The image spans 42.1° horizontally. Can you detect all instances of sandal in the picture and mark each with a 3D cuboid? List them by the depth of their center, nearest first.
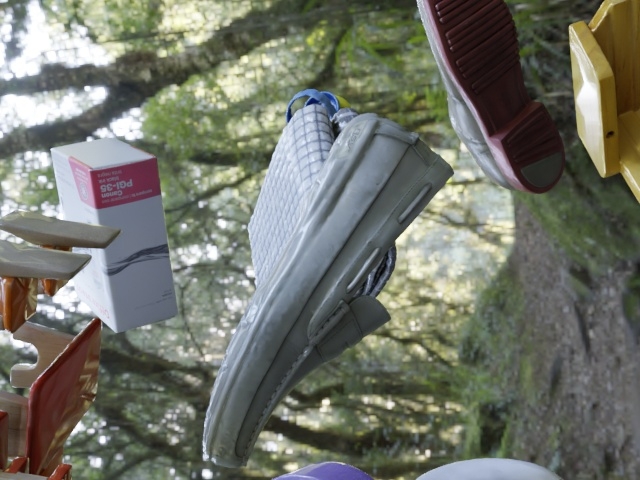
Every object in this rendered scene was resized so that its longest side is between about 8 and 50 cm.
[{"bbox_3d":[-0.010,-0.152,1.546,0.138,0.126,0.317,38,-137,-59],"label":"sandal"}]

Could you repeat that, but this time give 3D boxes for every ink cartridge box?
[{"bbox_3d":[-0.346,-0.013,1.399,0.117,0.207,0.283,-16,-67,-31],"label":"ink cartridge box"}]

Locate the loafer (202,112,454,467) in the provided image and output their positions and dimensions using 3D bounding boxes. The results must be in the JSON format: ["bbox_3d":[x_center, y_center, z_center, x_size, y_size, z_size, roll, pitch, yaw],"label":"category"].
[{"bbox_3d":[0.005,0.050,0.690,0.319,0.111,0.112,-62,3,-1],"label":"loafer"}]

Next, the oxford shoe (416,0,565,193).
[{"bbox_3d":[0.196,-0.214,1.108,0.130,0.123,0.348,5,123,64],"label":"oxford shoe"}]

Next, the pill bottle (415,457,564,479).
[{"bbox_3d":[0.167,0.361,0.774,0.162,0.162,0.279,-38,-60,-73],"label":"pill bottle"}]

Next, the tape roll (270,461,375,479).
[{"bbox_3d":[0.000,0.354,0.949,0.080,0.189,0.189,5,-98,-62],"label":"tape roll"}]

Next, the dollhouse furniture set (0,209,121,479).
[{"bbox_3d":[-0.208,0.137,0.615,0.259,0.135,0.262,-76,-6,-74],"label":"dollhouse furniture set"}]

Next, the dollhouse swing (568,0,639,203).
[{"bbox_3d":[0.629,-0.220,1.327,0.305,0.346,0.315,-104,-5,-51],"label":"dollhouse swing"}]

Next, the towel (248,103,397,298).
[{"bbox_3d":[0.000,0.000,1.084,0.284,0.121,0.235,114,152,-48],"label":"towel"}]
